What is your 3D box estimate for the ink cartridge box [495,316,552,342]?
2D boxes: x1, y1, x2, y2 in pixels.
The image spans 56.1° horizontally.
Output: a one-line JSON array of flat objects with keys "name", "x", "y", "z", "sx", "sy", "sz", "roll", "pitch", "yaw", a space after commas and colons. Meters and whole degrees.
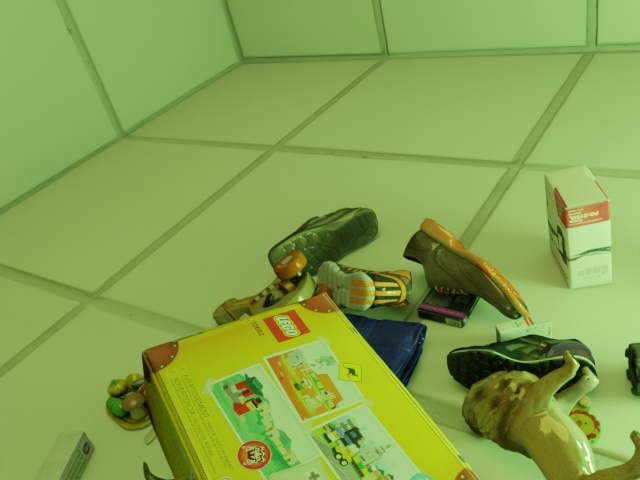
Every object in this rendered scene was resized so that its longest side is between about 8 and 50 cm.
[{"name": "ink cartridge box", "x": 0.439, "y": 0.199, "z": 1.299, "sx": 0.115, "sy": 0.062, "sz": 0.029, "roll": -15, "pitch": 35, "yaw": 1}]

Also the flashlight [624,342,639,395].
[{"name": "flashlight", "x": 0.731, "y": 0.232, "z": 1.097, "sx": 0.304, "sy": 0.103, "sz": 0.103, "roll": -4, "pitch": 61, "yaw": 16}]

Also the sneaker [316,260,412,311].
[{"name": "sneaker", "x": 0.117, "y": 0.124, "z": 1.516, "sx": 0.180, "sy": 0.124, "sz": 0.321, "roll": 2, "pitch": 5, "yaw": -24}]

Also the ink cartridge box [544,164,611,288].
[{"name": "ink cartridge box", "x": 0.606, "y": -0.030, "z": 1.416, "sx": 0.100, "sy": 0.237, "sz": 0.172, "roll": -12, "pitch": 33, "yaw": 11}]

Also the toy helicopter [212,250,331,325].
[{"name": "toy helicopter", "x": -0.159, "y": 0.173, "z": 1.501, "sx": 0.355, "sy": 0.140, "sz": 0.235, "roll": -18, "pitch": 27, "yaw": 43}]

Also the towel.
[{"name": "towel", "x": 0.069, "y": 0.257, "z": 1.369, "sx": 0.308, "sy": 0.076, "sz": 0.227, "roll": 5, "pitch": 31, "yaw": 30}]

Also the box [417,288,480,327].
[{"name": "box", "x": 0.324, "y": 0.140, "z": 1.470, "sx": 0.116, "sy": 0.029, "sz": 0.162, "roll": 11, "pitch": 43, "yaw": 34}]

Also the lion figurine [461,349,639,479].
[{"name": "lion figurine", "x": 0.407, "y": 0.352, "z": 1.008, "sx": 0.240, "sy": 0.142, "sz": 0.392, "roll": -46, "pitch": 37, "yaw": 14}]

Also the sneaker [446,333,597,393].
[{"name": "sneaker", "x": 0.406, "y": 0.248, "z": 1.232, "sx": 0.284, "sy": 0.107, "sz": 0.124, "roll": 1, "pitch": 21, "yaw": 18}]

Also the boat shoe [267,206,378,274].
[{"name": "boat shoe", "x": 0.000, "y": 0.000, "z": 1.749, "sx": 0.356, "sy": 0.132, "sz": 0.130, "roll": -21, "pitch": 22, "yaw": -25}]

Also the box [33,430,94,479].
[{"name": "box", "x": -0.559, "y": 0.536, "z": 1.212, "sx": 0.067, "sy": 0.063, "sz": 0.324, "roll": -7, "pitch": 34, "yaw": 11}]

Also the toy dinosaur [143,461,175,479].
[{"name": "toy dinosaur", "x": -0.192, "y": 0.499, "z": 1.032, "sx": 0.160, "sy": 0.121, "sz": 0.313, "roll": -33, "pitch": 59, "yaw": -24}]

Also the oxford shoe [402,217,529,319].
[{"name": "oxford shoe", "x": 0.340, "y": 0.091, "z": 1.435, "sx": 0.132, "sy": 0.130, "sz": 0.363, "roll": -50, "pitch": 44, "yaw": 6}]

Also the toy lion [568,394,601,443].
[{"name": "toy lion", "x": 0.466, "y": 0.335, "z": 1.118, "sx": 0.100, "sy": 0.034, "sz": 0.096, "roll": -2, "pitch": 43, "yaw": 21}]

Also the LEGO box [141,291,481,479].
[{"name": "LEGO box", "x": -0.033, "y": 0.349, "z": 0.991, "sx": 0.373, "sy": 0.193, "sz": 0.500, "roll": -15, "pitch": 41, "yaw": -27}]

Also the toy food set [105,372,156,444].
[{"name": "toy food set", "x": -0.430, "y": 0.367, "z": 1.404, "sx": 0.218, "sy": 0.071, "sz": 0.128, "roll": 17, "pitch": 45, "yaw": 40}]
